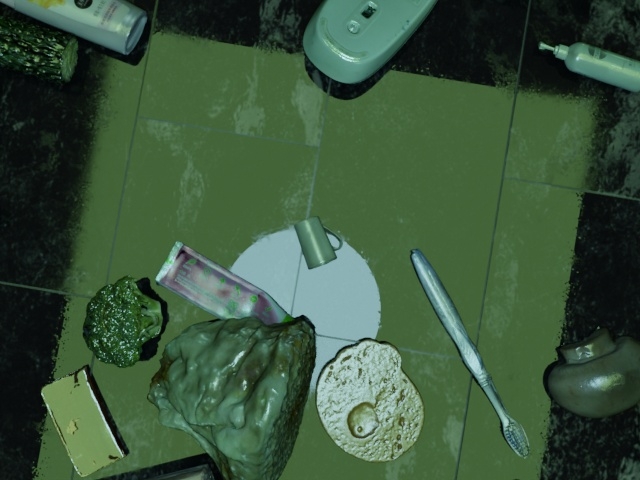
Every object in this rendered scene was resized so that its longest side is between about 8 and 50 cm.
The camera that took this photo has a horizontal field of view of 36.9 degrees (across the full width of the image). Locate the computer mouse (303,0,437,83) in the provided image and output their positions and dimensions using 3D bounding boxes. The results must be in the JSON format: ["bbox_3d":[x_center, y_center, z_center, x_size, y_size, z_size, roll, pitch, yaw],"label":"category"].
[{"bbox_3d":[0.091,-0.401,1.691,0.159,0.097,0.288,38,76,4],"label":"computer mouse"}]

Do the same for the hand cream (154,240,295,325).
[{"bbox_3d":[-0.159,0.105,1.691,0.275,0.050,0.079,30,62,7],"label":"hand cream"}]

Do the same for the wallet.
[{"bbox_3d":[-0.417,0.319,1.682,0.095,0.026,0.176,-27,88,-7],"label":"wallet"}]

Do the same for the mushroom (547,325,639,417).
[{"bbox_3d":[0.497,0.235,1.654,0.188,0.117,0.141,-26,99,-6],"label":"mushroom"}]

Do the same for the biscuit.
[{"bbox_3d":[0.085,0.284,1.673,0.181,0.049,0.208,-30,87,-2],"label":"biscuit"}]

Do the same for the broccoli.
[{"bbox_3d":[-0.341,0.138,1.643,0.138,0.146,0.162,-10,102,-39],"label":"broccoli"}]

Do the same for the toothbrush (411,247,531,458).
[{"bbox_3d":[0.263,0.196,1.686,0.035,0.042,0.413,-29,85,-1],"label":"toothbrush"}]

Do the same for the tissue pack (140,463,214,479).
[{"bbox_3d":[-0.313,0.517,1.573,0.306,0.238,0.238,-13,87,-1],"label":"tissue pack"}]

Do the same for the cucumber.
[{"bbox_3d":[-0.609,-0.366,1.684,0.360,0.096,0.096,16,87,0],"label":"cucumber"}]

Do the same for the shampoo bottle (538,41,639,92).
[{"bbox_3d":[0.482,-0.318,1.706,0.195,0.056,0.056,18,87,0],"label":"shampoo bottle"}]

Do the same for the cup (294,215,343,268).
[{"bbox_3d":[-0.001,0.000,1.687,0.075,0.054,0.083,-21,85,0],"label":"cup"}]

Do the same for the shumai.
[{"bbox_3d":[-0.162,0.249,1.567,0.264,0.304,0.309,16,87,12],"label":"shumai"}]

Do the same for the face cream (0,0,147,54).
[{"bbox_3d":[-0.448,-0.421,1.700,0.269,0.073,0.107,25,67,2],"label":"face cream"}]
